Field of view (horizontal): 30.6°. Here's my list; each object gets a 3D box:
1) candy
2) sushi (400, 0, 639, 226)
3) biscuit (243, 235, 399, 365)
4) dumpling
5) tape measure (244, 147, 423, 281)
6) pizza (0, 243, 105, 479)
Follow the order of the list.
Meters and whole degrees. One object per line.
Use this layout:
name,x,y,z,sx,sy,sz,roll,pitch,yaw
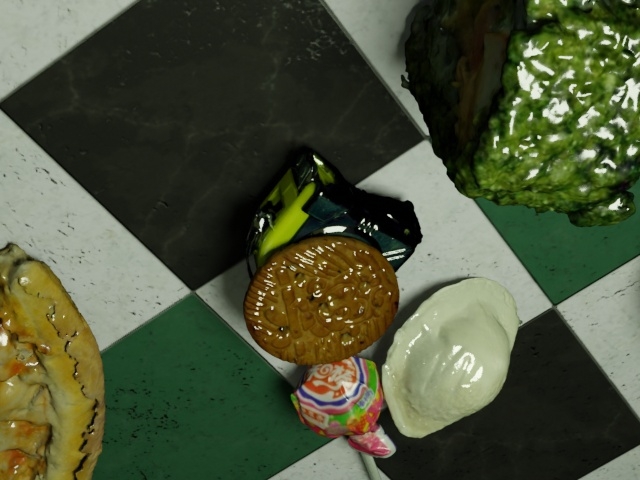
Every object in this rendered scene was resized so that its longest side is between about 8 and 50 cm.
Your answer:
candy,0.054,0.282,1.641,0.124,0.124,0.365,-18,137,1
sushi,0.214,-0.209,1.138,0.178,0.352,0.294,7,127,-14
biscuit,0.003,0.075,1.370,0.188,0.027,0.187,-6,126,-9
dumpling,0.163,0.150,1.541,0.216,0.126,0.166,-39,116,17
tape measure,0.000,0.000,1.399,0.199,0.112,0.186,29,113,-27
pizza,-0.416,0.176,1.459,0.435,0.080,0.392,26,117,-30
